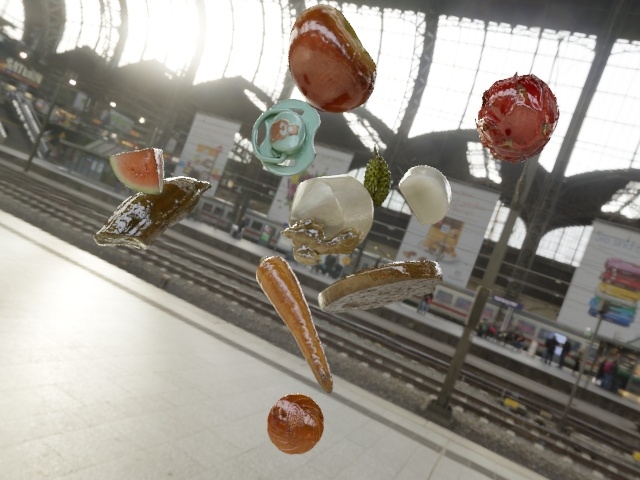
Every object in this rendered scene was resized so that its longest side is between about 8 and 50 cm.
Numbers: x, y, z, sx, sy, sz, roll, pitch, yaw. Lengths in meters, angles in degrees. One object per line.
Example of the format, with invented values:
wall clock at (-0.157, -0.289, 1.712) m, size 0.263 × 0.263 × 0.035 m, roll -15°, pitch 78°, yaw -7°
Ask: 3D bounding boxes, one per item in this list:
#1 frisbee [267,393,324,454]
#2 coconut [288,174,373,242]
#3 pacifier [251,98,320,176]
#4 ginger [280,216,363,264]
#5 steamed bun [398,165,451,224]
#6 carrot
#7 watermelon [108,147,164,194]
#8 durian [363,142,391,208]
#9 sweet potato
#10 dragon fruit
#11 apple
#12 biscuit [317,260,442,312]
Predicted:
frisbee at (-0.081, 0.607, 1.554) m, size 0.192 × 0.192 × 0.035 m, roll 21°, pitch -19°, yaw -1°
coconut at (0.019, -0.079, 1.413) m, size 0.238 × 0.237 × 0.266 m, roll 20°, pitch 28°, yaw 39°
pacifier at (-0.140, -0.429, 2.031) m, size 0.289 × 0.343 × 0.269 m, roll 10°, pitch -10°, yaw 8°
ginger at (0.004, -0.010, 1.263) m, size 0.214 × 0.132 × 0.059 m, roll -19°, pitch -21°, yaw 4°
steamed bun at (0.457, -0.198, 1.978) m, size 0.241 × 0.164 × 0.146 m, roll 55°, pitch 33°, yaw -15°
carrot at (-0.039, 0.123, 0.752) m, size 0.061 × 0.061 × 0.256 m, roll 24°, pitch 31°, yaw -57°
watermelon at (-0.371, -0.159, 1.017) m, size 0.125 × 0.094 × 0.135 m, roll -14°, pitch 61°, yaw -52°
durian at (0.178, -0.201, 1.517) m, size 0.086 × 0.215 × 0.100 m, roll 2°, pitch 18°, yaw -3°
sweet potato at (-0.491, -0.093, 1.406) m, size 0.158 × 0.369 × 0.157 m, roll 31°, pitch -30°, yaw 21°
dragon fruit at (0.563, -0.351, 1.354) m, size 0.241 × 0.252 × 0.241 m, roll 13°, pitch 10°, yaw -2°
apple at (0.017, -0.401, 1.063) m, size 0.210 × 0.173 × 0.234 m, roll -4°, pitch 66°, yaw -63°
biscuit at (0.163, 0.118, 1.206) m, size 0.314 × 0.063 × 0.367 m, roll -4°, pitch -18°, yaw -24°
